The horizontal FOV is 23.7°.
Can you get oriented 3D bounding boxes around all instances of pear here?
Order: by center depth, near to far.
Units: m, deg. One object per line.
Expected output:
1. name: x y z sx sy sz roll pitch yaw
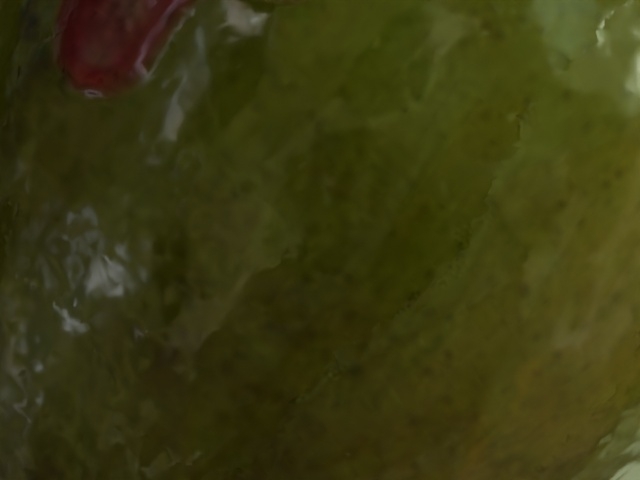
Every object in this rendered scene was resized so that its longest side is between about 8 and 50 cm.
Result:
1. pear: 0.000 0.000 0.516 0.287 0.287 0.375 29 -96 -35
